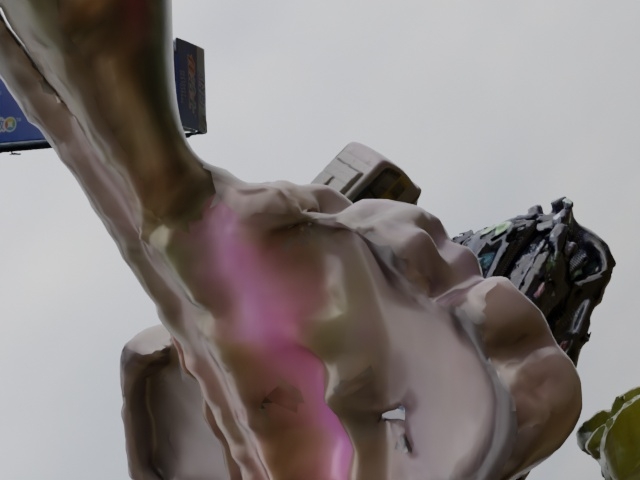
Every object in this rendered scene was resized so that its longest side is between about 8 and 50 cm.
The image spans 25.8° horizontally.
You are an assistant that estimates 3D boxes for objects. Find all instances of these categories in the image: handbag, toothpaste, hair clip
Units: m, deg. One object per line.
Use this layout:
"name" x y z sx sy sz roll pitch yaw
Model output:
"handbag" 0.103 0.086 0.961 0.162 0.113 0.260 -20 37 59
"toothpaste" -0.212 -0.096 0.983 0.053 0.272 0.066 4 -97 -68
"hair clip" -0.026 0.012 0.365 0.069 0.300 0.173 -34 13 -37

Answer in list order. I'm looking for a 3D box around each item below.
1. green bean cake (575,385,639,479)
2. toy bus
"green bean cake" 0.266 0.182 0.849 0.124 0.236 0.233 7 -35 -28
"toy bus" 0.000 0.000 1.090 0.172 0.057 0.072 -47 -46 -7
